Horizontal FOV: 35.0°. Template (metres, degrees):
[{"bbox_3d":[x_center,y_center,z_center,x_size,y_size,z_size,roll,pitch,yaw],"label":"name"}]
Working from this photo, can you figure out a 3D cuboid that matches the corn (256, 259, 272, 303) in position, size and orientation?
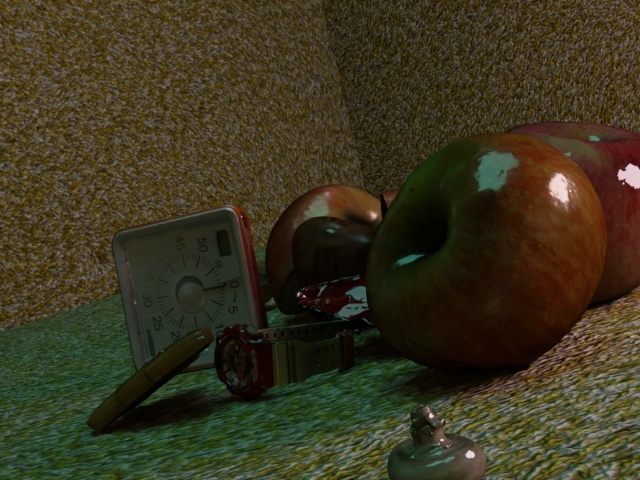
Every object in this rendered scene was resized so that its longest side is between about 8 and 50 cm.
[{"bbox_3d":[-0.205,0.110,2.147,0.123,0.122,0.305,-34,-9,36],"label":"corn"}]

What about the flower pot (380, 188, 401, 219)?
[{"bbox_3d":[0.209,-0.016,1.836,0.173,0.191,0.190,-14,5,0],"label":"flower pot"}]

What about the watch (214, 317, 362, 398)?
[{"bbox_3d":[-0.025,0.154,1.456,0.268,0.102,0.164,-6,7,-36],"label":"watch"}]

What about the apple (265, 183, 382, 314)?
[{"bbox_3d":[0.000,0.000,1.991,0.293,0.163,0.251,-5,-42,-47],"label":"apple"}]

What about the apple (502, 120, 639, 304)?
[{"bbox_3d":[0.368,-0.031,1.510,0.344,0.270,0.345,4,15,-1],"label":"apple"}]

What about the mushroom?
[{"bbox_3d":[0.094,0.175,0.843,0.085,0.079,0.085,-8,5,1],"label":"mushroom"}]

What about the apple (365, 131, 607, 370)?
[{"bbox_3d":[0.212,0.025,1.245,0.250,0.309,0.277,28,17,-33],"label":"apple"}]

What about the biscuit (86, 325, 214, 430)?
[{"bbox_3d":[-0.223,0.177,1.416,0.212,0.041,0.238,-33,-7,-46],"label":"biscuit"}]

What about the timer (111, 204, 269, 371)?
[{"bbox_3d":[-0.197,0.083,1.720,0.250,0.258,0.161,-12,-2,38],"label":"timer"}]

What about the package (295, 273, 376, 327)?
[{"bbox_3d":[0.103,0.095,1.509,0.269,0.071,0.194,8,22,39],"label":"package"}]

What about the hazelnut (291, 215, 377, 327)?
[{"bbox_3d":[0.038,0.056,1.733,0.210,0.186,0.210,18,12,-4],"label":"hazelnut"}]
